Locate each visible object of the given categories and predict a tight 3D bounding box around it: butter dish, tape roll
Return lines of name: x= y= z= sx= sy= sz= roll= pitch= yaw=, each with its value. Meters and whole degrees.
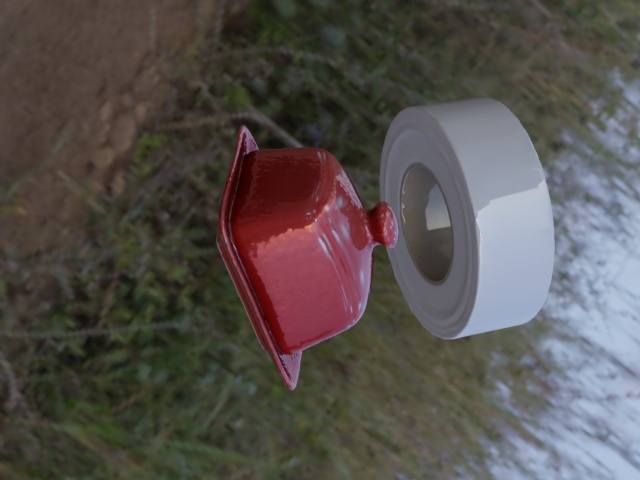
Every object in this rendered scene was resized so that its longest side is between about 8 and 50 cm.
butter dish: x=0.000 y=0.000 z=1.043 sx=0.118 sy=0.160 sz=0.160 roll=-14 pitch=-150 yaw=14
tape roll: x=0.168 y=-0.027 z=1.691 sx=0.100 sy=0.286 sz=0.286 roll=-11 pitch=-178 yaw=-19
